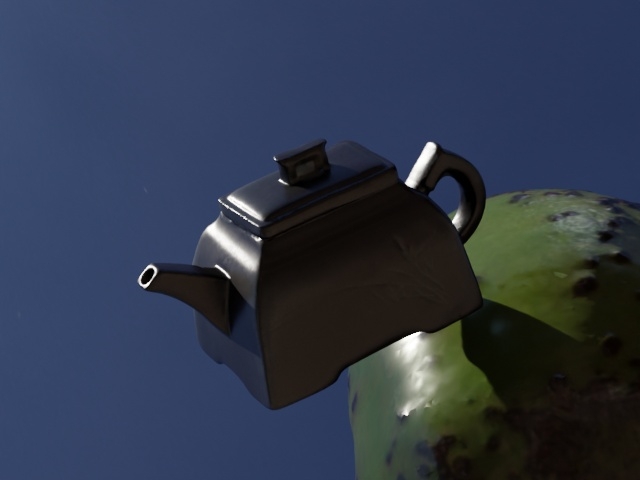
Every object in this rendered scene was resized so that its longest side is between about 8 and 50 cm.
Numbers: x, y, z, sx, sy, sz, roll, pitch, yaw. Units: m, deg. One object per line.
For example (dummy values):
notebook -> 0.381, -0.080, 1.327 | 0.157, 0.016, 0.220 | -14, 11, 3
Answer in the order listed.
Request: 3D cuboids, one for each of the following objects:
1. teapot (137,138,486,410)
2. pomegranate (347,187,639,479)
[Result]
teapot -> 0.000, 0.000, 0.686 | 0.177, 0.087, 0.096 | -24, -62, -20
pomegranate -> 0.189, 0.100, 0.801 | 0.340, 0.285, 0.285 | -16, -73, 5
